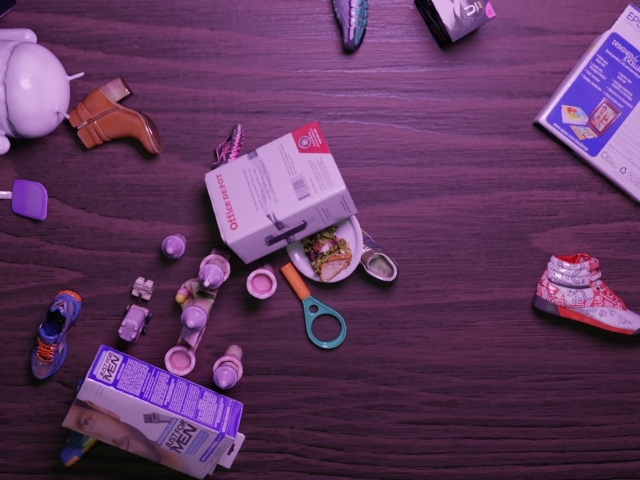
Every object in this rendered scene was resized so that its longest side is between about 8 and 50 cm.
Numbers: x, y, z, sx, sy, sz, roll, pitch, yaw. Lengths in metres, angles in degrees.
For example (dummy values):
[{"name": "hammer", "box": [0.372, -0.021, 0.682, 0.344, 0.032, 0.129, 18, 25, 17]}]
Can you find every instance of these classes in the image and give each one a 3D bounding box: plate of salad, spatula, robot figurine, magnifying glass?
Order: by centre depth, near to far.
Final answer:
[{"name": "robot figurine", "box": [-0.683, -0.318, 1.411, 0.353, 0.200, 0.300, 5, 72, 0]}, {"name": "plate of salad", "box": [0.000, 0.000, 1.516, 0.199, 0.048, 0.200, 7, 105, 27]}, {"name": "spatula", "box": [-0.762, -0.109, 1.537, 0.296, 0.030, 0.084, 9, 100, -1]}, {"name": "magnifying glass", "box": [-0.021, 0.152, 1.588, 0.092, 0.026, 0.231, -32, 98, 6]}]

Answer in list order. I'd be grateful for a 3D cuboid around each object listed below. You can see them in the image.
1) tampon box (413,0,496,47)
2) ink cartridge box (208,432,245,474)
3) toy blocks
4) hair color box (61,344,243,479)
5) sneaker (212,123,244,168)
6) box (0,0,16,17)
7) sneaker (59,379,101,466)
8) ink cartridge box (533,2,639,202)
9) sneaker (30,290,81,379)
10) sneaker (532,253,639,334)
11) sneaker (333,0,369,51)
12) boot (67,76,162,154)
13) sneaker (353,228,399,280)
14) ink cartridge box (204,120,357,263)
[{"name": "tampon box", "box": [0.274, -0.480, 1.395, 0.101, 0.161, 0.121, -30, 100, 6]}, {"name": "ink cartridge box", "box": [-0.285, 0.489, 1.635, 0.181, 0.061, 0.104, 26, 100, -5]}, {"name": "toy blocks", "box": [-0.281, 0.156, 1.471, 0.308, 0.260, 0.289, 21, 101, -4]}, {"name": "hair color box", "box": [-0.363, 0.380, 1.474, 0.338, 0.110, 0.185, 27, 124, -12]}, {"name": "sneaker", "box": [-0.209, -0.207, 1.513, 0.057, 0.047, 0.120, 20, 99, 8]}, {"name": "box", "box": [-0.894, -0.629, 1.237, 0.471, 0.297, 0.480, -2, 122, -1]}, {"name": "sneaker", "box": [-0.535, 0.393, 1.606, 0.131, 0.112, 0.296, 39, 90, 1]}, {"name": "ink cartridge box", "box": [0.679, -0.295, 1.480, 0.303, 0.072, 0.307, 36, 97, -5]}, {"name": "sneaker", "box": [-0.629, 0.224, 1.572, 0.083, 0.087, 0.221, 19, 100, -3]}, {"name": "sneaker", "box": [0.634, 0.117, 1.546, 0.269, 0.090, 0.145, 15, 103, 0]}, {"name": "sneaker", "box": [0.049, -0.518, 1.444, 0.098, 0.083, 0.224, 7, 97, 20]}, {"name": "boot", "box": [-0.452, -0.242, 1.492, 0.152, 0.073, 0.197, -33, 87, 5]}, {"name": "sneaker", "box": [0.103, 0.027, 1.532, 0.192, 0.086, 0.064, 37, 99, -6]}, {"name": "ink cartridge box", "box": [-0.087, -0.101, 1.447, 0.272, 0.114, 0.197, -24, 58, 4]}]
